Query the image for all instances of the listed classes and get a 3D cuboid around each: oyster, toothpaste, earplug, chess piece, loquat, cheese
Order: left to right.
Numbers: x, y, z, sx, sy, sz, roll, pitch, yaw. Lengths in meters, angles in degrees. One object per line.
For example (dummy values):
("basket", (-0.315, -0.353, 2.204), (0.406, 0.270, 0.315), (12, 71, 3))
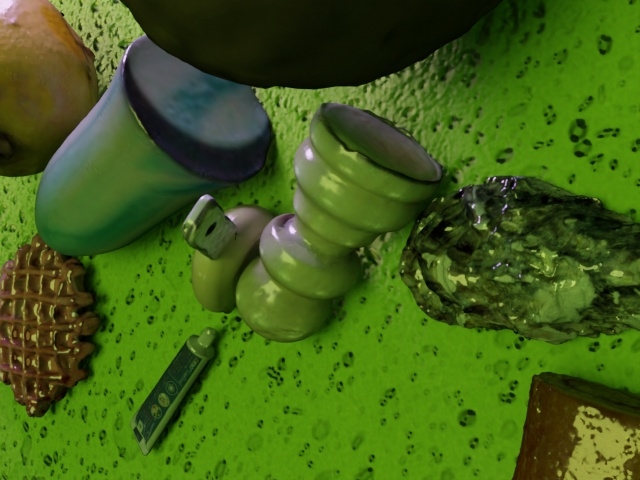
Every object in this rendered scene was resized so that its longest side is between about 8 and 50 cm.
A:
("loquat", (-0.400, -0.194, 1.027), (0.244, 0.244, 0.243), (-2, 86, 37))
("earplug", (-0.228, -0.072, 0.942), (0.324, 0.185, 0.185), (-34, 68, 38))
("toothpaste", (-0.175, 0.174, 0.962), (0.197, 0.035, 0.057), (-55, 50, 24))
("cheese", (-0.099, 0.006, 0.810), (0.050, 0.235, 0.127), (33, 84, 11))
("chess piece", (0.000, 0.000, 0.789), (0.133, 0.133, 0.243), (47, 120, 29))
("oyster", (0.175, 0.028, 0.693), (0.199, 0.087, 0.252), (-57, 46, 20))

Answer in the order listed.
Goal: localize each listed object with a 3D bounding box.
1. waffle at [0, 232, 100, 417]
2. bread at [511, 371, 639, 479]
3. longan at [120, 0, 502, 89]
("waffle", (-0.386, 0.111, 1.109), (0.234, 0.055, 0.221), (-48, 62, 24))
("bread", (0.210, 0.201, 0.628), (0.132, 0.103, 0.172), (15, 97, 31))
("longan", (0.011, -0.340, 0.629), (0.404, 0.404, 0.435), (-16, 72, 35))
